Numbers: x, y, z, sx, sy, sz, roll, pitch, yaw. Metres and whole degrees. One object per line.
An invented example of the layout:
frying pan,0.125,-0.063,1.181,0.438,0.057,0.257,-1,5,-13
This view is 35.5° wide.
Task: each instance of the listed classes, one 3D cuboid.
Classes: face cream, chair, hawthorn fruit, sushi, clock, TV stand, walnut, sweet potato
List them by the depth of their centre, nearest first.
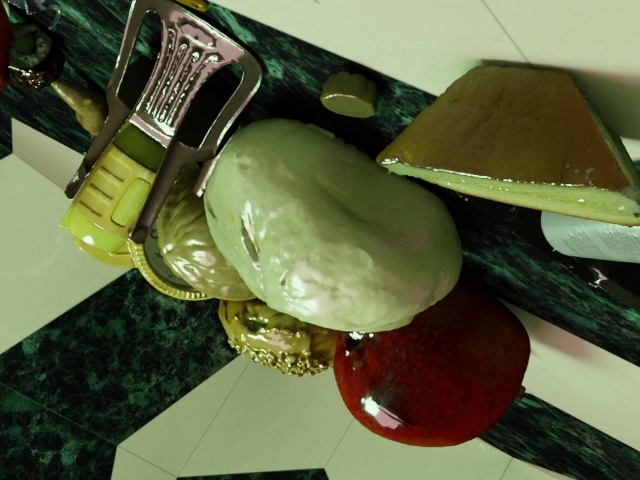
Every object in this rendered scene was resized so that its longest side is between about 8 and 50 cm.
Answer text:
face cream,0.275,-0.013,0.860,0.084,0.057,0.198,36,166,-23
TV stand,0.247,-0.002,1.029,0.249,0.036,0.042,33,168,-8
chair,-0.181,-0.175,1.246,0.176,0.183,0.326,34,124,-5
hawthorn fruit,0.177,0.173,1.459,0.307,0.265,0.265,17,174,-20
walnut,-0.141,-0.013,1.541,0.228,0.228,0.228,31,169,7
sushi,-0.452,-0.281,1.548,0.094,0.098,0.084,29,170,1
clock,-0.256,-0.044,1.726,0.317,0.244,0.200,31,-172,-19
sweet potato,-0.400,-0.226,1.752,0.067,0.059,0.281,42,170,9

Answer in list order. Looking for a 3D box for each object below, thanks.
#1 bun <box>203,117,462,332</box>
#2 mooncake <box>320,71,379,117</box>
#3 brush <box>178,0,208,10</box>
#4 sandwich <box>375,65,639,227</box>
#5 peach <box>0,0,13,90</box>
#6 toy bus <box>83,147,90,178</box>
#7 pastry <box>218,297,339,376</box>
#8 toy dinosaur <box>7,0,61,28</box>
bun,0.000,0.000,1.253,0.361,0.213,0.361,29,170,6
mooncake,-0.102,-0.214,1.004,0.347,0.057,0.150,37,156,-10
brush,-0.189,-0.279,1.071,0.170,0.014,0.043,26,166,20
sandwich,0.162,-0.075,0.801,0.258,0.096,0.094,17,168,48
peach,-0.573,-0.289,1.424,0.275,0.245,0.248,31,163,15
toy bus,-0.354,-0.125,1.840,0.160,0.091,0.079,2,167,-3
pastry,-0.017,0.129,1.651,0.255,0.311,0.161,12,114,47
toy dinosaur,-0.334,-0.307,1.167,0.045,0.080,0.197,28,168,8
